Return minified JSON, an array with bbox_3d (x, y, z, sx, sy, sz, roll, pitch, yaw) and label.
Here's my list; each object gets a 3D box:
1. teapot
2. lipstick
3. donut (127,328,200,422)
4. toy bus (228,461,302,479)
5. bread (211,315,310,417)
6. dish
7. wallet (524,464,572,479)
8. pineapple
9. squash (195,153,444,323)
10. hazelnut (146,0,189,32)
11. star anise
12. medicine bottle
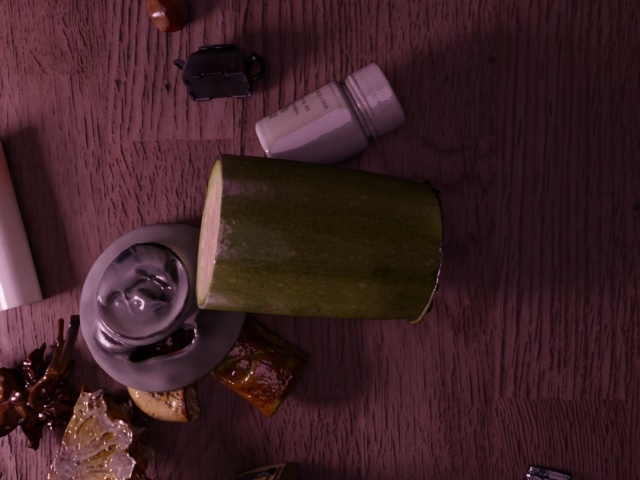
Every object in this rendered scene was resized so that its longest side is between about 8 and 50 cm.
[{"bbox_3d":[-0.191,-0.327,1.361,0.177,0.087,0.096,-3,69,5],"label":"teapot"},{"bbox_3d":[-0.623,-0.030,1.402,0.087,0.087,0.326,-14,91,5],"label":"lipstick"},{"bbox_3d":[-0.309,0.260,1.391,0.141,0.085,0.217,-14,92,5],"label":"donut"},{"bbox_3d":[-0.113,0.526,1.249,0.177,0.365,0.201,-14,89,4],"label":"toy bus"},{"bbox_3d":[-0.125,0.234,1.365,0.172,0.103,0.132,35,96,1],"label":"bread"},{"bbox_3d":[-0.304,0.103,1.307,0.324,0.124,0.324,-4,70,11],"label":"dish"},{"bbox_3d":[0.423,0.496,1.370,0.088,0.026,0.129,11,93,4],"label":"wallet"},{"bbox_3d":[-0.409,0.392,1.349,0.186,0.114,0.236,-26,61,-4],"label":"pineapple"},{"bbox_3d":[0.000,0.000,1.215,0.384,0.263,0.263,6,93,-14],"label":"squash"},{"bbox_3d":[-0.287,-0.437,1.366,0.086,0.086,0.086,0,93,5],"label":"hazelnut"},{"bbox_3d":[-0.556,0.271,1.383,0.237,0.148,0.346,43,105,-1],"label":"star anise"},{"bbox_3d":[0.019,-0.210,1.314,0.252,0.144,0.144,-26,90,8],"label":"medicine bottle"}]
